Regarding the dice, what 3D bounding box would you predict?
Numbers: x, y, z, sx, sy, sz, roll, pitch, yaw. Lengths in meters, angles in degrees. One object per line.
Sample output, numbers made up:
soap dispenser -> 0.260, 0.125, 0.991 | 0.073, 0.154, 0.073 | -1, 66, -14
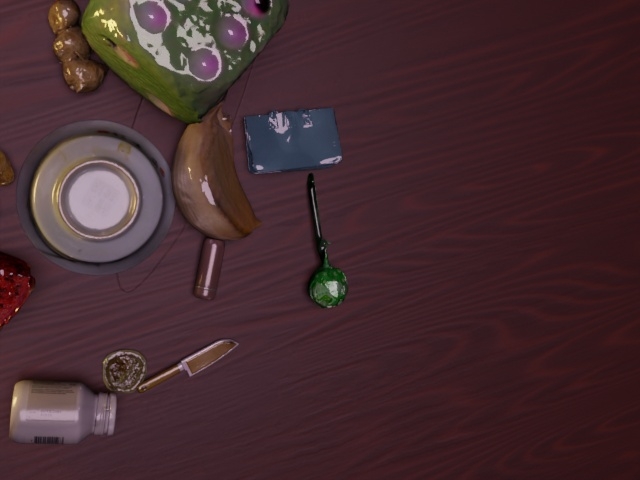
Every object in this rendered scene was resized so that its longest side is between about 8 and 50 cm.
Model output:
dice -> -0.280, -0.457, 1.757 | 0.318, 0.330, 0.322 | 40, 80, -14

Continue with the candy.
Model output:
candy -> 0.002, 0.000, 2.014 | 0.097, 0.097, 0.324 | -9, 89, -15

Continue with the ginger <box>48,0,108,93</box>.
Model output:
ginger -> -0.530, -0.419, 1.827 | 0.104, 0.080, 0.204 | -31, 104, -45

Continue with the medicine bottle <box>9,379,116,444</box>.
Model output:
medicine bottle -> -0.557, 0.375, 1.848 | 0.215, 0.135, 0.135 | 5, 93, -16

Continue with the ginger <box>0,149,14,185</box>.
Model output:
ginger -> -0.753, -0.182, 1.735 | 0.236, 0.166, 0.376 | 11, 107, -11

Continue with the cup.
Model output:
cup -> -0.478, -0.089, 1.823 | 0.347, 0.163, 0.347 | -1, 95, -15

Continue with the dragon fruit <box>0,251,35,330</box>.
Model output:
dragon fruit -> -0.751, 0.113, 1.776 | 0.316, 0.152, 0.205 | 15, 100, -4

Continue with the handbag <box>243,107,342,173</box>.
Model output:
handbag -> -0.064, -0.234, 1.984 | 0.221, 0.057, 0.144 | -7, 92, -15

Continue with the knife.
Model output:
knife -> -0.305, 0.292, 1.970 | 0.256, 0.022, 0.046 | -27, 104, -16

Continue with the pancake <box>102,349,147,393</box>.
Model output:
pancake -> -0.446, 0.299, 1.935 | 0.108, 0.017, 0.108 | 0, 92, -12

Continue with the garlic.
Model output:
garlic -> -0.250, -0.160, 1.912 | 0.196, 0.151, 0.339 | -18, 95, -47

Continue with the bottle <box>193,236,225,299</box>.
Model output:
bottle -> -0.255, 0.065, 1.951 | 0.053, 0.053, 0.140 | 10, 91, -16
